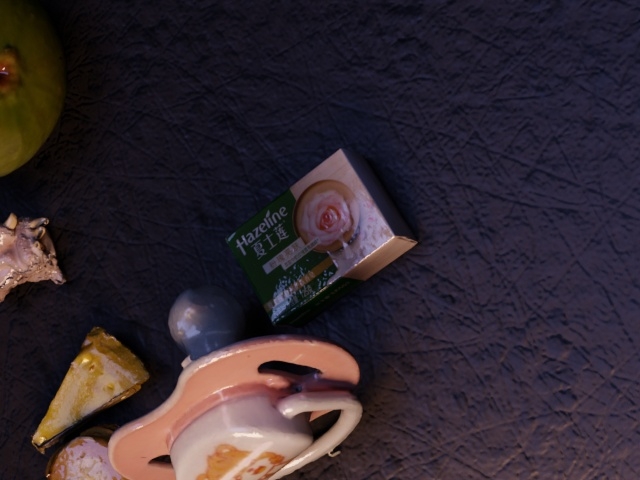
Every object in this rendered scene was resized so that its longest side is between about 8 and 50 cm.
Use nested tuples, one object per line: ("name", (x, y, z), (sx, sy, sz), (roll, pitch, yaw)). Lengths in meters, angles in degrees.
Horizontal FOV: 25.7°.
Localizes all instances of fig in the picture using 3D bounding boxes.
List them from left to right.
("fig", (-0.502, -0.231, 1.887), (0.316, 0.316, 0.316), (-3, 84, 25))

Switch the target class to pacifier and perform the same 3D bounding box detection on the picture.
("pacifier", (-0.106, 0.185, 1.639), (0.273, 0.220, 0.332), (49, 123, 4))

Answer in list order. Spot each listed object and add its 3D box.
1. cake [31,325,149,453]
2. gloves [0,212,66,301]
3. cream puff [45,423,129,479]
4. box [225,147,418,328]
("cake", (-0.293, 0.215, 1.859), (0.116, 0.080, 0.185), (24, 85, 13))
("gloves", (-0.422, 0.026, 1.916), (0.144, 0.094, 0.110), (-19, 85, 3))
("cream puff", (-0.281, 0.319, 1.807), (0.150, 0.115, 0.165), (30, 89, 18))
("box", (0.000, 0.000, 1.726), (0.199, 0.081, 0.135), (-37, 71, 16))
